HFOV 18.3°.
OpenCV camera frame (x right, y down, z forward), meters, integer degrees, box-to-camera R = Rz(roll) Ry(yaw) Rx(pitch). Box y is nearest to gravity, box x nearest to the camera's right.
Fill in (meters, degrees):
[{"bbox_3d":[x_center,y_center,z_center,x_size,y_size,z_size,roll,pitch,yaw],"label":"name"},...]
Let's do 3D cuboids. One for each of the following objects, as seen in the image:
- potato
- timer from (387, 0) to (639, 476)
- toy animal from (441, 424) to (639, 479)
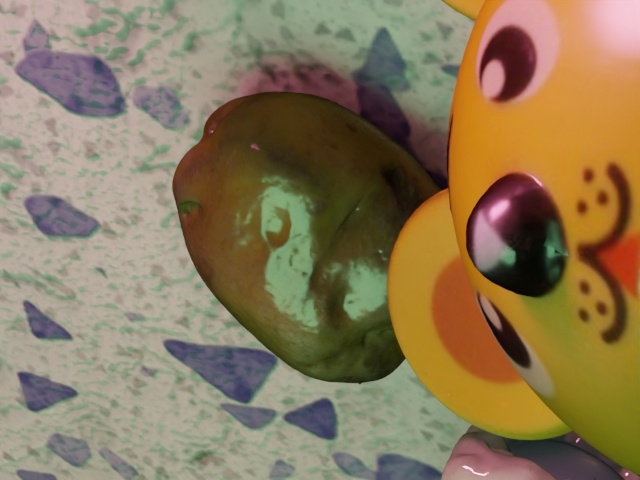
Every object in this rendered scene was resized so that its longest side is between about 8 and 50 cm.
[{"bbox_3d":[0.001,-0.003,1.235,0.200,0.137,0.154,39,105,-11],"label":"potato"},{"bbox_3d":[0.189,-0.042,0.955,0.387,0.376,0.376,13,136,30],"label":"timer"},{"bbox_3d":[0.144,0.228,1.309,0.156,0.204,0.208,13,104,13],"label":"toy animal"}]
